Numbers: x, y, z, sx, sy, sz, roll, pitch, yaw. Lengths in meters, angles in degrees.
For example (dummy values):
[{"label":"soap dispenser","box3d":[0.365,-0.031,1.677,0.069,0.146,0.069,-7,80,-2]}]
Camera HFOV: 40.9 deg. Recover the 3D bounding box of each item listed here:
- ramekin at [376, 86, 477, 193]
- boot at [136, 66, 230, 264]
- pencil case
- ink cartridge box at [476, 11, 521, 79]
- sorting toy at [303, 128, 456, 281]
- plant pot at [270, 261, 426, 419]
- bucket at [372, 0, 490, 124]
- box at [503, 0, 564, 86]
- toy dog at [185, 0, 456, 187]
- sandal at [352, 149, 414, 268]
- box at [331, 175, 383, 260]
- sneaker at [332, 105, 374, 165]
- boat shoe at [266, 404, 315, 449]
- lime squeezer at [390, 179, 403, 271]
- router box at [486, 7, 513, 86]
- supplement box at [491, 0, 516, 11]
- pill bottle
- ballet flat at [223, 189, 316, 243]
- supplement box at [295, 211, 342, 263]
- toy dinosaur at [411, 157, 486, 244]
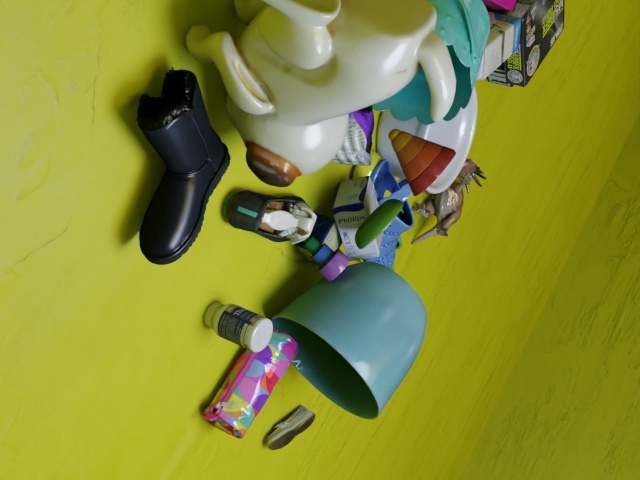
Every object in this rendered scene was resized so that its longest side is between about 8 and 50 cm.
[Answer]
[{"label":"ramekin","box3d":[0.246,-0.259,1.997,0.277,0.135,0.277,-39,139,-45]},{"label":"boot","box3d":[-0.233,-0.113,1.303,0.246,0.094,0.207,-64,155,-24]},{"label":"pencil case","box3d":[-0.139,0.282,1.714,0.236,0.104,0.104,-57,149,-25]},{"label":"ink cartridge box","box3d":[0.372,-0.476,2.065,0.203,0.148,0.086,-42,142,-41]},{"label":"sorting toy","box3d":[0.097,-0.085,1.698,0.365,0.126,0.127,-45,-174,13]},{"label":"plant pot","box3d":[0.080,0.185,1.790,0.235,0.293,0.293,-45,144,-23]},{"label":"bucket","box3d":[0.195,-0.387,1.702,0.183,0.281,0.281,-64,152,-30]},{"label":"box","box3d":[0.564,-0.573,2.255,0.270,0.060,0.216,-53,146,-29]},{"label":"toy dog","box3d":[-0.007,-0.272,1.343,0.408,0.395,0.284,-53,-171,52]},{"label":"sandal","box3d":[0.151,-0.049,1.966,0.126,0.138,0.317,-48,146,-38]},{"label":"box","box3d":[0.083,-0.047,1.839,0.126,0.072,0.137,-74,150,-58]},{"label":"sneaker","box3d":[0.052,-0.242,1.681,0.293,0.102,0.146,49,47,-81]},{"label":"boat shoe","box3d":[-0.076,0.429,1.975,0.153,0.048,0.056,-29,144,-42]},{"label":"lime squeezer","box3d":[0.181,-0.033,2.129,0.110,0.059,0.310,-80,176,-70]},{"label":"router box","box3d":[0.533,-0.614,2.325,0.308,0.081,0.243,-61,150,-17]},{"label":"supplement box","box3d":[0.391,-0.627,2.043,0.220,0.114,0.111,-5,113,-60]},{"label":"pill bottle","box3d":[-0.153,0.156,1.583,0.067,0.120,0.067,-38,138,-45]},{"label":"ballet flat","box3d":[-0.072,-0.036,1.629,0.280,0.096,0.095,1,106,-60]},{"label":"supplement box","box3d":[0.000,0.000,1.816,0.083,0.056,0.083,-61,150,-17]},{"label":"toy dinosaur","box3d":[0.345,-0.114,2.280,0.200,0.127,0.295,-19,129,-63]}]
